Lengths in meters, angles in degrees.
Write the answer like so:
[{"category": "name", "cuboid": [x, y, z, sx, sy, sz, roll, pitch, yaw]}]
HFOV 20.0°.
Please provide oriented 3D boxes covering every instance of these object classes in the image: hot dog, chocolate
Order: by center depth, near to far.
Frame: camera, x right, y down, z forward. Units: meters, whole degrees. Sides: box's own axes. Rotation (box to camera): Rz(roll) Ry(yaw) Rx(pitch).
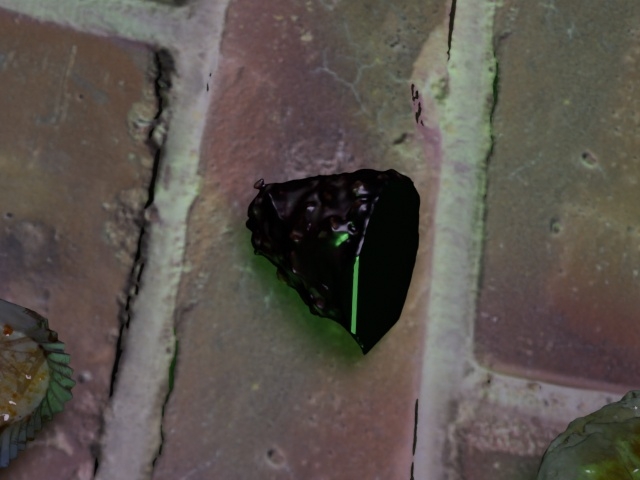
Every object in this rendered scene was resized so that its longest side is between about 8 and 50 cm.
[{"category": "hot dog", "cuboid": [-0.327, 0.095, 1.401, 0.270, 0.082, 0.162, 19, 51, 6]}, {"category": "chocolate", "cuboid": [0.000, 0.000, 1.521, 0.133, 0.156, 0.156, 13, 56, 23]}]

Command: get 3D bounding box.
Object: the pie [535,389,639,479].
[{"category": "pie", "cuboid": [0.297, 0.248, 1.440, 0.306, 0.071, 0.306, 14, 47, -16]}]
